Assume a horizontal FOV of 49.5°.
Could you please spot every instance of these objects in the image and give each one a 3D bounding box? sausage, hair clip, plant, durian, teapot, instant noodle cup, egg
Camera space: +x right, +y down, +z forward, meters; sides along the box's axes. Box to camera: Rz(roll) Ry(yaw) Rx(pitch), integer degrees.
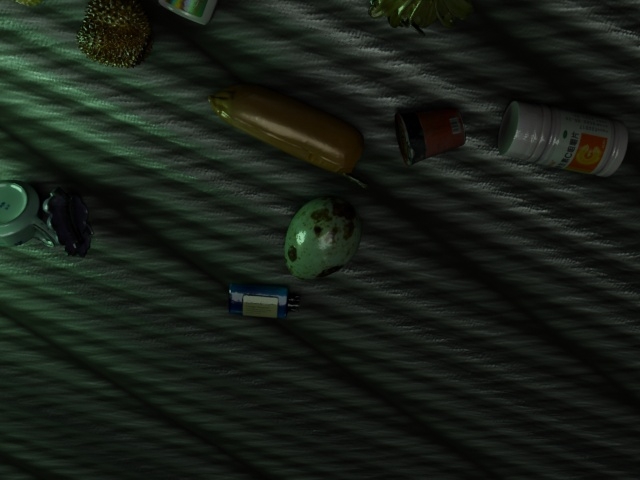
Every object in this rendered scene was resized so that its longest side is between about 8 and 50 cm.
[{"bbox_3d":[-0.076,-0.258,1.533,0.354,0.134,0.116,22,139,-12],"label":"sausage"},{"bbox_3d":[-0.585,-0.043,1.647,0.052,0.124,0.195,9,131,22],"label":"hair clip"},{"bbox_3d":[0.217,-0.510,1.351,0.306,0.297,0.261,-26,152,-26],"label":"plant"},{"bbox_3d":[-0.427,-0.438,1.451,0.168,0.136,0.158,18,136,1],"label":"durian"},{"bbox_3d":[-0.727,-0.048,1.643,0.232,0.159,0.158,20,116,9],"label":"teapot"},{"bbox_3d":[0.246,-0.240,1.552,0.136,0.127,0.127,-14,115,-2],"label":"instant noodle cup"},{"bbox_3d":[0.000,0.000,1.638,0.169,0.169,0.231,31,119,-14],"label":"egg"}]

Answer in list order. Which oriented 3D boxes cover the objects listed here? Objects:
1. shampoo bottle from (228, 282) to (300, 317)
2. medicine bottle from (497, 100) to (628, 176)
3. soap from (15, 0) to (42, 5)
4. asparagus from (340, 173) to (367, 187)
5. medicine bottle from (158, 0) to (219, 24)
[{"bbox_3d":[-0.142,0.156,1.780,0.183,0.050,0.087,4,113,-1],"label":"shampoo bottle"},{"bbox_3d":[0.535,-0.227,1.543,0.250,0.133,0.133,12,116,-5],"label":"medicine bottle"},{"bbox_3d":[-0.663,-0.551,1.449,0.169,0.033,0.089,15,118,-8],"label":"soap"},{"bbox_3d":[0.057,-0.157,1.644,0.127,0.018,0.015,26,148,-12],"label":"asparagus"},{"bbox_3d":[-0.243,-0.563,1.414,0.115,0.078,0.219,24,114,-8],"label":"medicine bottle"}]
